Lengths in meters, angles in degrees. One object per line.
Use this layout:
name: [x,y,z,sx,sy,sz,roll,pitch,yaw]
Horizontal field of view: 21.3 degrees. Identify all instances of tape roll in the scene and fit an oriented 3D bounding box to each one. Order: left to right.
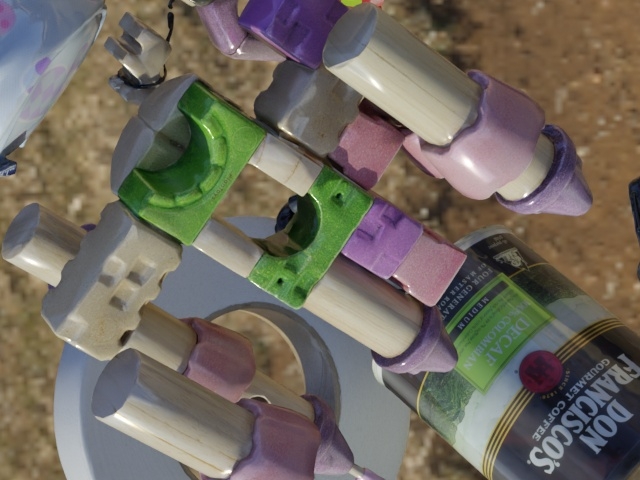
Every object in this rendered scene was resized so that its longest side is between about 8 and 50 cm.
tape roll: [-0.084,0.169,1.758,0.072,0.392,0.392,-4,89,59]

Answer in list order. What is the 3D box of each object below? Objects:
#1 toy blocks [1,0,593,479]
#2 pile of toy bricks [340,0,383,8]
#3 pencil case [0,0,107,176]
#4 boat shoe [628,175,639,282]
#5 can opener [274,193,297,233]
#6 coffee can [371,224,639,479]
toy blocks: [0.000,0.000,1.047,0.289,0.260,0.309,-56,31,3]
pile of toy bricks: [0.020,-0.234,1.567,0.212,0.118,0.105,17,115,53]
pencil case: [-0.238,-0.150,0.852,0.113,0.273,0.124,-55,8,-9]
boat shoe: [0.248,0.021,1.195,0.049,0.056,0.152,-21,63,39]
can opener: [0.032,-0.004,1.719,0.073,0.186,0.059,-13,66,48]
coffee can: [0.214,0.145,1.616,0.275,0.201,0.202,41,126,27]
